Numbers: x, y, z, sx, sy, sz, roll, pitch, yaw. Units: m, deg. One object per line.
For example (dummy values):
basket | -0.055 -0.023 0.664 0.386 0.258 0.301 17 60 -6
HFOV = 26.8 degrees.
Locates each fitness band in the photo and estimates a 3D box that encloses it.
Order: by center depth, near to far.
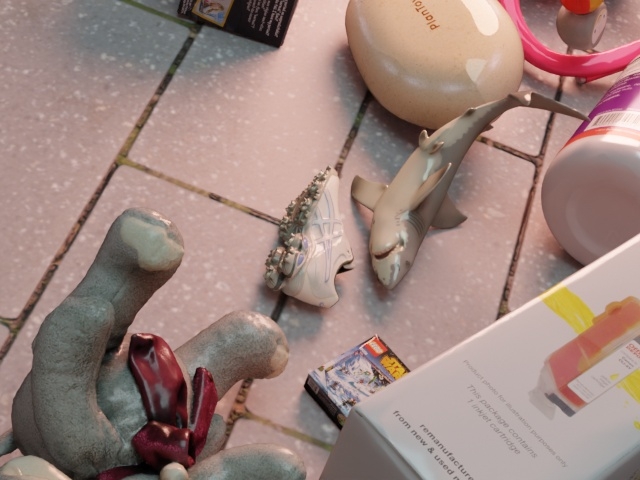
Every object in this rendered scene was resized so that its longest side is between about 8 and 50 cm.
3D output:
fitness band | 0.369 -0.322 1.723 0.291 0.054 0.209 -21 83 -2

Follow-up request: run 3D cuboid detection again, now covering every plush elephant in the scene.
plush elephant | -0.136 0.184 1.076 0.330 0.272 0.255 -40 53 -9

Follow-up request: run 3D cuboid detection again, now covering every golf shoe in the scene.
golf shoe | 0.000 0.000 1.419 0.086 0.069 0.176 33 48 -16

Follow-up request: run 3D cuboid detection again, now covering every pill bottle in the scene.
pill bottle | 0.395 -0.108 1.550 0.181 0.181 0.323 34 48 12

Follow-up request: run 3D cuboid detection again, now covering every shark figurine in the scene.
shark figurine | 0.149 -0.068 1.471 0.116 0.278 0.166 41 3 -33

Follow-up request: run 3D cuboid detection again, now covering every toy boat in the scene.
toy boat | 0.200 -0.243 1.615 0.318 0.148 0.267 -22 54 -2

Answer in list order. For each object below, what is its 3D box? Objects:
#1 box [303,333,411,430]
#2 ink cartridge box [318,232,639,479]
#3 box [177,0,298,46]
box | 0.062 0.164 1.307 0.094 0.027 0.137 -27 63 -33
ink cartridge box | 0.178 0.188 1.157 0.385 0.279 0.160 -26 61 -34
box | -0.068 -0.390 1.651 0.142 0.163 0.247 17 47 -6
